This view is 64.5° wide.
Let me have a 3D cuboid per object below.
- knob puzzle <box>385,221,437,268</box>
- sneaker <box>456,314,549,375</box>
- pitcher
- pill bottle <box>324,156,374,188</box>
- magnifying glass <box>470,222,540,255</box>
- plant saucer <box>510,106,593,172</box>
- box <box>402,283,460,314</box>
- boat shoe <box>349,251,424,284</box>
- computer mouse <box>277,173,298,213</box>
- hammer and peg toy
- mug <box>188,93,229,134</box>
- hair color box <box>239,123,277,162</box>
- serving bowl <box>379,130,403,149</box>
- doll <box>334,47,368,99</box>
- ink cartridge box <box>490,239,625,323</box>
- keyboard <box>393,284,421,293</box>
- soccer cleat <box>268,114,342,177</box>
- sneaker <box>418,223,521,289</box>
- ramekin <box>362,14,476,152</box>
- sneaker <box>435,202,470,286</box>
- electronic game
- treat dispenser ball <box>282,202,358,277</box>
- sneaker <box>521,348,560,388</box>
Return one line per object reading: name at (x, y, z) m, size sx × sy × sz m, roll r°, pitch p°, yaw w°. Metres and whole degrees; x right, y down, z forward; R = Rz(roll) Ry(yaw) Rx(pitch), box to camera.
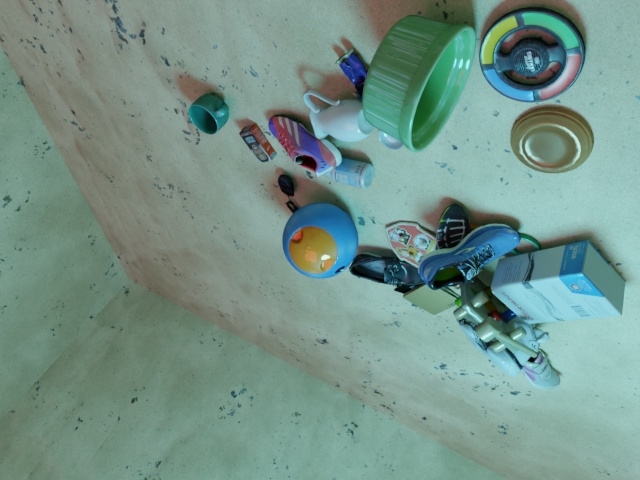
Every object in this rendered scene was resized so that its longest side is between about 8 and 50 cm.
knob puzzle at (0.318, 0.011, 1.854) m, size 0.213 × 0.030 × 0.213 m, roll 23°, pitch 135°, yaw 25°
sneaker at (0.681, 0.339, 1.908) m, size 0.137 × 0.210 × 0.366 m, roll 52°, pitch 178°, yaw -25°
pitcher at (0.050, -0.379, 1.523) m, size 0.207 × 0.125 × 0.178 m, roll 14°, pitch 153°, yaw 44°
pill bottle at (0.092, -0.233, 1.715) m, size 0.160 × 0.087 × 0.087 m, roll 18°, pitch 145°, yaw 25°
magnifying glass at (0.587, -0.004, 1.630) m, size 0.231 × 0.026 × 0.092 m, roll 24°, pitch 147°, yaw 18°
plant saucer at (0.585, -0.246, 1.299) m, size 0.200 × 0.037 × 0.200 m, roll 23°, pitch 146°, yaw 16°
box at (0.451, 0.232, 2.049) m, size 0.164 × 0.021 × 0.201 m, roll 30°, pitch 149°, yaw -10°
boat shoe at (0.261, 0.121, 1.986) m, size 0.340 × 0.113 × 0.127 m, roll 15°, pitch 121°, yaw 33°
computer mouse at (-0.116, -0.181, 2.029) m, size 0.071 × 0.041 × 0.242 m, roll 28°, pitch 155°, yaw 26°
hammer and peg toy at (0.567, 0.260, 1.698) m, size 0.266 × 0.361 × 0.127 m, roll 40°, pitch 119°, yaw -11°
mug at (-0.386, -0.460, 1.838) m, size 0.158 × 0.097 × 0.129 m, roll 23°, pitch 146°, yaw 17°
hair color box at (-0.231, -0.358, 1.883) m, size 0.072 × 0.043 × 0.141 m, roll -4°, pitch 133°, yaw 43°
serving bowl at (0.221, -0.317, 1.542) m, size 0.083 × 0.027 × 0.083 m, roll 24°, pitch 147°, yaw 17°
doll at (0.128, -0.449, 1.433) m, size 0.189 × 0.046 × 0.129 m, roll 46°, pitch 147°, yaw -18°
ink cartridge box at (0.730, 0.140, 1.575) m, size 0.223 × 0.129 × 0.307 m, roll 39°, pitch 148°, yaw -22°
keyboard at (0.372, 0.172, 2.065) m, size 0.100 × 0.038 × 0.192 m, roll 19°, pitch 152°, yaw -22°
soccer cleat at (-0.078, -0.319, 1.692) m, size 0.318 × 0.116 × 0.108 m, roll 36°, pitch 154°, yaw 25°
sneaker at (0.472, 0.068, 1.586) m, size 0.330 × 0.147 × 0.130 m, roll -30°, pitch 118°, yaw 16°
ramekin at (0.229, -0.379, 1.211) m, size 0.148 × 0.303 × 0.303 m, roll 31°, pitch 149°, yaw 21°
sneaker at (0.428, 0.006, 1.706) m, size 0.111 × 0.121 × 0.300 m, roll -1°, pitch 122°, yaw -1°
electronic game at (0.477, -0.417, 1.158) m, size 0.229 × 0.048 × 0.229 m, roll 23°, pitch 146°, yaw 17°
treat dispenser ball at (0.000, 0.000, 1.921) m, size 0.288 × 0.288 × 0.288 m, roll 24°, pitch 147°, yaw 17°
sneaker at (0.840, 0.490, 1.984) m, size 0.252 × 0.103 × 0.111 m, roll 35°, pitch 150°, yaw -2°
